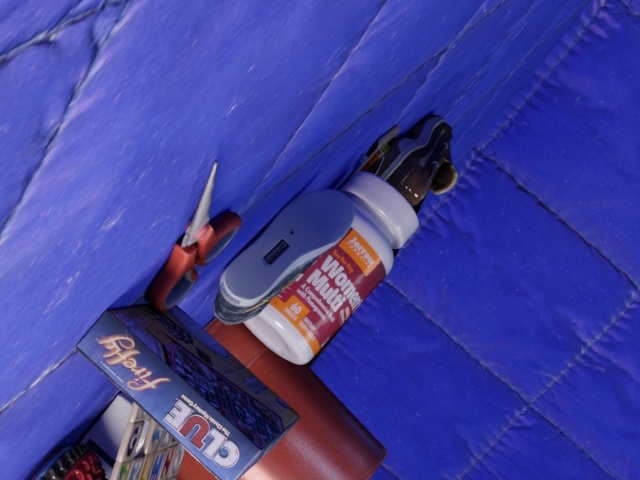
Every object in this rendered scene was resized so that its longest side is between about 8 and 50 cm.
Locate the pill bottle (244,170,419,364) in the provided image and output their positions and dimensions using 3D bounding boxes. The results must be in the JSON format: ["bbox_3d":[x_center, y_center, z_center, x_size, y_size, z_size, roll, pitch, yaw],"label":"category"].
[{"bbox_3d":[0.008,0.029,1.762,0.221,0.121,0.121,-47,175,-16],"label":"pill bottle"}]

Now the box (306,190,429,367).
[{"bbox_3d":[0.031,0.049,2.147,0.293,0.073,0.295,-54,-177,29],"label":"box"}]

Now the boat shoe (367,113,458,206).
[{"bbox_3d":[0.143,-0.100,2.080,0.095,0.095,0.257,-51,174,27],"label":"boat shoe"}]

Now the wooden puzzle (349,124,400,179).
[{"bbox_3d":[0.070,-0.107,1.876,0.116,0.014,0.078,-42,171,-49],"label":"wooden puzzle"}]

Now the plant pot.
[{"bbox_3d":[-0.078,0.250,1.860,0.272,0.265,0.272,-48,175,-5],"label":"plant pot"}]

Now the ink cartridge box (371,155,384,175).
[{"bbox_3d":[0.000,0.000,1.925,0.181,0.056,0.224,127,-12,-76],"label":"ink cartridge box"}]

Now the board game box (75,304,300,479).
[{"bbox_3d":[-0.105,0.123,1.279,0.042,0.165,0.243,-49,174,4],"label":"board game box"}]

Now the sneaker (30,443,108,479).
[{"bbox_3d":[-0.303,0.301,1.450,0.125,0.104,0.262,-2,-136,34],"label":"sneaker"}]

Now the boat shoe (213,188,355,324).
[{"bbox_3d":[-0.044,0.016,1.597,0.183,0.065,0.083,-38,172,-28],"label":"boat shoe"}]

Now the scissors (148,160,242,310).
[{"bbox_3d":[-0.104,0.004,1.195,0.109,0.021,0.297,-47,176,-7],"label":"scissors"}]

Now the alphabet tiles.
[{"bbox_3d":[-0.176,0.234,1.540,0.237,0.009,0.198,13,94,-79],"label":"alphabet tiles"}]

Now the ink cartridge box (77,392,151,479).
[{"bbox_3d":[-0.273,0.291,1.666,0.332,0.065,0.165,-51,175,12],"label":"ink cartridge box"}]
